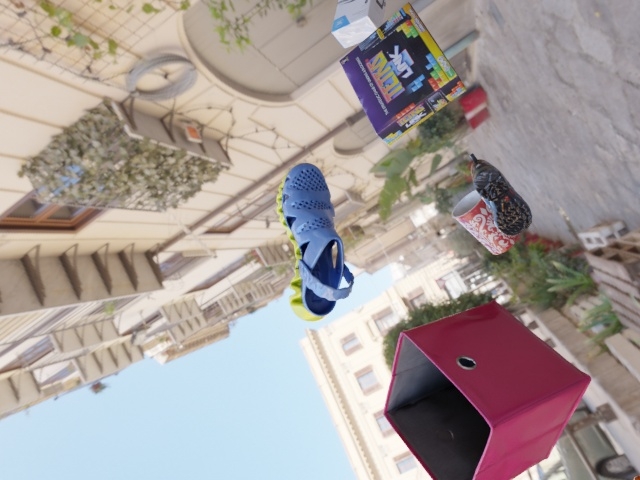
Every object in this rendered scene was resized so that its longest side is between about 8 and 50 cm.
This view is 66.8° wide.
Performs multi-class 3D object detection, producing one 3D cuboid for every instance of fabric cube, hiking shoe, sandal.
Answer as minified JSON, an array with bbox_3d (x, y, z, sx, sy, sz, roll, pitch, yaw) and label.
[{"bbox_3d":[0.316,0.316,0.976,0.254,0.257,0.259,47,140,47],"label":"fabric cube"},{"bbox_3d":[0.417,-0.107,1.122,0.227,0.086,0.114,47,-153,-33],"label":"hiking shoe"},{"bbox_3d":[0.000,0.000,0.951,0.126,0.138,0.318,-10,-92,-30],"label":"sandal"}]

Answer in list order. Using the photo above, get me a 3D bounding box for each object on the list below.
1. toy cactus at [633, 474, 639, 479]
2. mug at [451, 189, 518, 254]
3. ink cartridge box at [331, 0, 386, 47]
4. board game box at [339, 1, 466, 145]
[{"bbox_3d":[0.492,0.389,0.677,0.112,0.180,0.219,54,172,12],"label":"toy cactus"},{"bbox_3d":[0.484,-0.055,1.373,0.169,0.150,0.113,44,-132,-12],"label":"mug"},{"bbox_3d":[0.095,-0.554,1.134,0.060,0.104,0.180,31,-119,-44],"label":"ink cartridge box"},{"bbox_3d":[0.121,-0.257,0.749,0.048,0.141,0.171,24,-142,-53],"label":"board game box"}]
